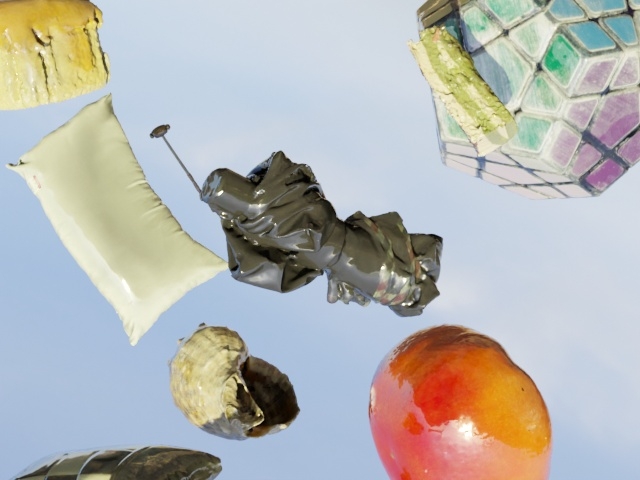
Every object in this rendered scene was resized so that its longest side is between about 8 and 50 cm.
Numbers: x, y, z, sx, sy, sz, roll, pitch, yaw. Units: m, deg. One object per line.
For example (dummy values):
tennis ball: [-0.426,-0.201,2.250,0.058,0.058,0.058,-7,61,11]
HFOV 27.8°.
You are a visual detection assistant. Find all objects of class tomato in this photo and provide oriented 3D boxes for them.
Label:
tomato: [0.162,0.231,1.590,0.180,0.260,0.260,-16,-145,-24]

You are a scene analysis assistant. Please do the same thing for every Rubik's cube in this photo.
Rubik's cube: [0.253,-0.197,1.463,0.319,0.264,0.319,9,-124,-14]

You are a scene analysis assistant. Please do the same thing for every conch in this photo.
conch: [-0.165,0.271,2.253,0.210,0.159,0.291,35,-161,-36]

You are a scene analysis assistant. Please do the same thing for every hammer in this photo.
hammer: [-0.176,-0.097,1.641,0.123,0.029,0.014,59,-178,-34]

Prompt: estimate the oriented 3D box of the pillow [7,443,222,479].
pillow: [-0.261,0.293,1.499,0.250,0.106,0.186,-7,-173,26]

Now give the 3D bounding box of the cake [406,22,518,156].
cake: [0.135,-0.149,1.246,0.140,0.051,0.055,56,-176,6]

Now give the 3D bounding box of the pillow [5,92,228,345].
pillow: [-0.224,-0.026,1.457,0.254,0.144,0.078,55,163,-1]

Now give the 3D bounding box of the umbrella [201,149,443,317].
umbrella: [0.000,0.001,1.271,0.272,0.122,0.110,25,-159,-34]

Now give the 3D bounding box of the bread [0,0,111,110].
bread: [-0.454,-0.285,1.999,0.252,0.174,0.133,-9,-162,-8]
